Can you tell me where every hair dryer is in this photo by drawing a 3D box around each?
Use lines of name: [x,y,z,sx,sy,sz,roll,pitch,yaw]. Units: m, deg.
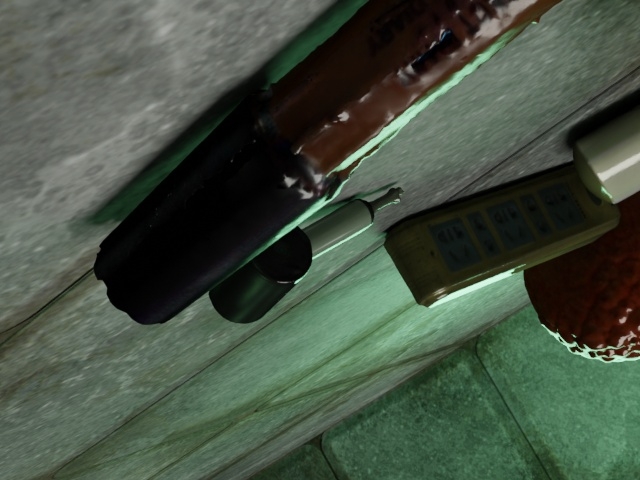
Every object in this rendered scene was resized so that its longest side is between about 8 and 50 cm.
hair dryer: [0.000,0.000,1.014,0.198,0.057,0.100,-28,170,-33]

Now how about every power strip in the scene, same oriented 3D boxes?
power strip: [0.225,-0.017,1.338,0.387,0.092,0.066,-18,166,-43]

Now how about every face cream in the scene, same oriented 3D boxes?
face cream: [0.430,-0.149,1.300,0.348,0.081,0.173,-30,168,1]

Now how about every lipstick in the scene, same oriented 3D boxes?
lipstick: [0.022,-0.085,0.658,0.418,0.077,0.077,-39,165,30]

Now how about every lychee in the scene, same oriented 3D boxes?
lychee: [0.390,0.018,1.571,0.255,0.300,0.255,-1,149,-1]
